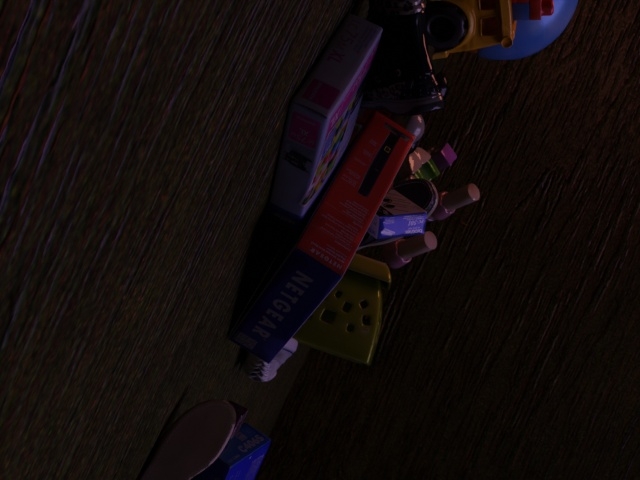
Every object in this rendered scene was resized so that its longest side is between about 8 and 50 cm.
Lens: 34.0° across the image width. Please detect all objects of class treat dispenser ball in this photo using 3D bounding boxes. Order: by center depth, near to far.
[{"bbox_3d":[0.353,-0.492,2.016,0.288,0.288,0.288,-63,174,-11],"label":"treat dispenser ball"}]

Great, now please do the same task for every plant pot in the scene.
[{"bbox_3d":[0.027,0.124,2.129,0.228,0.227,0.207,65,44,-82],"label":"plant pot"}]

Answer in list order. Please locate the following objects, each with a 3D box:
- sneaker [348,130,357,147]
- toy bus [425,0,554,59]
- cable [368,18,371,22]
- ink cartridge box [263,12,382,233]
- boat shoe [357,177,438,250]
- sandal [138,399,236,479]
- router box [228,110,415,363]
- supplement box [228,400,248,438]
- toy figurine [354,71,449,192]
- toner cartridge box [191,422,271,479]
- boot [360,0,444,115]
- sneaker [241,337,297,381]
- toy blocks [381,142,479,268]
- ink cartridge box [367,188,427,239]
[{"bbox_3d":[0.065,-0.121,2.067,0.136,0.116,0.314,-50,162,-27],"label":"sneaker"},{"bbox_3d":[0.253,-0.405,1.622,0.149,0.211,0.220,-68,152,-50],"label":"toy bus"},{"bbox_3d":[0.106,-0.342,1.631,0.184,0.047,0.150,-63,174,-5],"label":"cable"},{"bbox_3d":[-0.001,-0.145,1.463,0.185,0.065,0.311,-60,175,-33],"label":"ink cartridge box"},{"bbox_3d":[0.088,-0.038,1.988,0.285,0.102,0.092,-22,172,8],"label":"boat shoe"},{"bbox_3d":[-0.225,0.329,1.543,0.240,0.088,0.079,-55,-157,-23],"label":"sandal"},{"bbox_3d":[0.000,0.000,1.661,0.301,0.082,0.335,-61,-176,-36],"label":"router box"},{"bbox_3d":[-0.181,0.363,2.124,0.055,0.043,0.083,-64,175,2],"label":"supplement box"},{"bbox_3d":[0.113,-0.199,1.804,0.213,0.148,0.209,-59,172,-47],"label":"toy figurine"},{"bbox_3d":[-0.231,0.564,2.213,0.165,0.075,0.347,-22,139,-61],"label":"toner cartridge box"},{"bbox_3d":[0.092,-0.277,1.490,0.236,0.085,0.178,28,-49,61],"label":"boot"},{"bbox_3d":[-0.101,0.220,1.973,0.258,0.094,0.091,98,14,-75],"label":"sneaker"},{"bbox_3d":[0.143,-0.121,2.366,0.260,0.309,0.288,-23,-165,45],"label":"toy blocks"},{"bbox_3d":[0.093,-0.064,1.863,0.207,0.097,0.046,41,-49,55],"label":"ink cartridge box"}]
